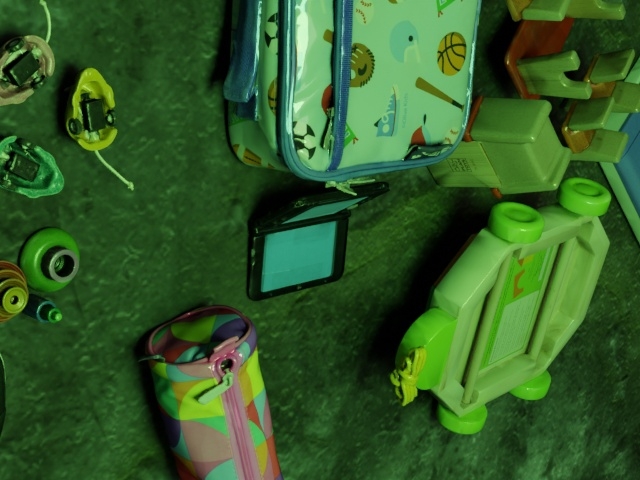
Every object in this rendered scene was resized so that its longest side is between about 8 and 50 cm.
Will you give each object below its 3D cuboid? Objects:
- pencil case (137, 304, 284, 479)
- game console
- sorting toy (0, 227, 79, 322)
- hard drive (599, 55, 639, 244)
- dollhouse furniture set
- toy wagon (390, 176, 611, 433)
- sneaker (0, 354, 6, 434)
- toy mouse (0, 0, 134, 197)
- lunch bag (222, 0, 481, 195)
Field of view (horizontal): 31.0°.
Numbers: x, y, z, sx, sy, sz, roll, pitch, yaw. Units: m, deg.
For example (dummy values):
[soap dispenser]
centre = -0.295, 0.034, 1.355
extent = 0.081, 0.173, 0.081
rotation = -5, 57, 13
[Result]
[pencil case]
centre = -0.085, 0.172, 0.999
extent = 0.104, 0.104, 0.236
rotation = -31, 123, -35
[game console]
centre = 0.000, 0.000, 1.057
extent = 0.122, 0.107, 0.071
rotation = -13, 82, -43
[sorting toy]
centre = -0.214, 0.034, 0.869
extent = 0.102, 0.042, 0.061
rotation = -33, 123, -35
[hard drive]
centre = 0.464, -0.100, 1.511
extent = 0.210, 0.040, 0.319
rotation = -55, 133, -19
[dollhouse furniture set]
centre = 0.214, -0.175, 1.206
extent = 0.262, 0.135, 0.259
rotation = 55, 52, -39
[toy wagon]
centre = 0.185, 0.078, 1.225
extent = 0.344, 0.068, 0.267
rotation = -18, 130, -40
[sneaker]
centre = -0.250, 0.185, 0.819
extent = 0.079, 0.121, 0.217
rotation = 20, 87, -47
[toy mouse]
centre = -0.216, -0.090, 0.839
extent = 0.143, 0.031, 0.161
rotation = -27, 119, -37
[lunch bag]
centre = 0.028, -0.193, 1.000
extent = 0.243, 0.115, 0.303
rotation = -9, 107, -41
